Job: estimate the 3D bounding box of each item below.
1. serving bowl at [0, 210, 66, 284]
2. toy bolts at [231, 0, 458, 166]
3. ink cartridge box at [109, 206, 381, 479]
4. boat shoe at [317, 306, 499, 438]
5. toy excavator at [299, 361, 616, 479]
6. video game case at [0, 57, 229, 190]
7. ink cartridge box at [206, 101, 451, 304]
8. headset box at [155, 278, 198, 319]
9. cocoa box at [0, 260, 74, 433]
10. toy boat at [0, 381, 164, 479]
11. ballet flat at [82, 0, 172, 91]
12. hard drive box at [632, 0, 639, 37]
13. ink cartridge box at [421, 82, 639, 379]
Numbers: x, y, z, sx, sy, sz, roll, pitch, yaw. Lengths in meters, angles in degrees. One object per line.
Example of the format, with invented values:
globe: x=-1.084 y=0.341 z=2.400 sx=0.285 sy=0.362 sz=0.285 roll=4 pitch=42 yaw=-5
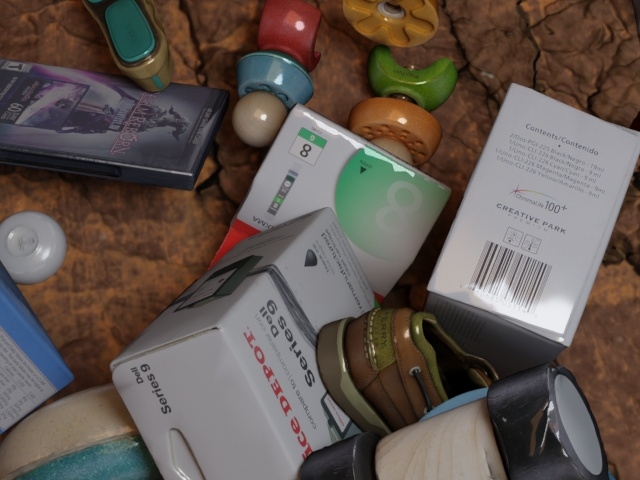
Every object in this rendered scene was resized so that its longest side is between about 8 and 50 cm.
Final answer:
serving bowl: x=-0.317 y=0.005 z=1.317 sx=0.083 sy=0.027 sz=0.083 roll=0 pitch=74 yaw=0
toy bolts: x=0.015 y=-0.164 z=1.271 sx=0.228 sy=0.218 sz=0.158 roll=12 pitch=62 yaw=12
ink cartridge box: x=-0.038 y=0.124 z=1.108 sx=0.121 sy=0.289 sz=0.211 roll=-21 pitch=103 yaw=25
boat shoe: x=0.118 y=0.162 z=1.125 sx=0.104 sy=0.307 sz=0.111 roll=-19 pitch=52 yaw=25
toy excavator: x=0.223 y=0.345 z=1.023 sx=0.222 sy=0.445 sz=0.433 roll=-26 pitch=65 yaw=22
video game case: x=-0.249 y=-0.128 z=1.293 sx=0.274 sy=0.026 sz=0.196 roll=8 pitch=33 yaw=4
ink cartridge box: x=0.000 y=0.000 z=1.241 sx=0.181 sy=0.056 sz=0.225 roll=28 pitch=97 yaw=-5
headset box: x=-0.122 y=0.093 z=1.287 sx=0.062 sy=0.032 sz=0.083 roll=-43 pitch=76 yaw=-10
cocoa box: x=-0.431 y=0.037 z=1.141 sx=0.228 sy=0.231 sz=0.347 roll=-37 pitch=48 yaw=-9
toy boat: x=-0.152 y=0.227 z=1.163 sx=0.318 sy=0.267 sz=0.148 roll=0 pitch=64 yaw=-32
ballet flat: x=-0.219 y=-0.255 z=1.364 sx=0.080 sy=0.073 sz=0.232 roll=-24 pitch=57 yaw=5
hard drive box: x=0.467 y=-0.334 z=1.368 sx=0.232 sy=0.089 sz=0.181 roll=-5 pitch=75 yaw=-1
ink cartridge box: x=0.197 y=-0.013 z=1.168 sx=0.130 sy=0.309 sz=0.272 roll=22 pitch=75 yaw=7
